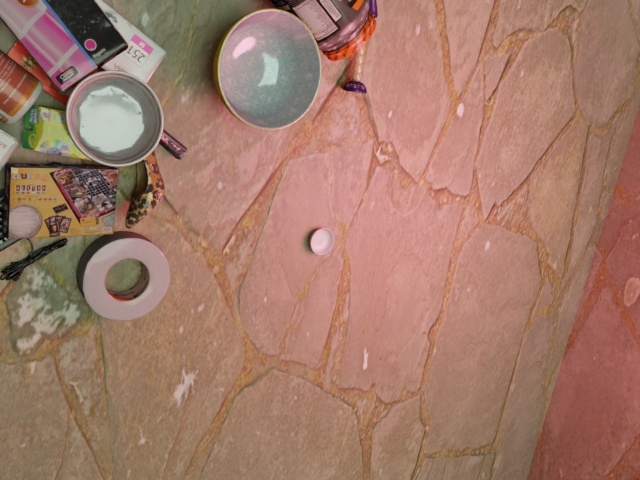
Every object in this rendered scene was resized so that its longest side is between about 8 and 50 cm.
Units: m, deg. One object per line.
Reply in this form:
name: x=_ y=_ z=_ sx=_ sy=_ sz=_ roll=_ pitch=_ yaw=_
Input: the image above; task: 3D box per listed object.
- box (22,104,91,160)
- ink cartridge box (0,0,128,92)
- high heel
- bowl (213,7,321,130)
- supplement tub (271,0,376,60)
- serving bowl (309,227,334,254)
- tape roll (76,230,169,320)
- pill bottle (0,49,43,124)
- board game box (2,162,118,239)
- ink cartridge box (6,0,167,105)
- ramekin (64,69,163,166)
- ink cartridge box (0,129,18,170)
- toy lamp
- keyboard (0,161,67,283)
box: x=-0.583 y=-0.245 z=1.453 sx=0.179 sy=0.043 sz=0.105 roll=8 pitch=101 yaw=-29
ink cartridge box: x=-0.586 y=-0.508 z=1.304 sx=0.175 sy=0.069 sz=0.371 roll=-40 pitch=105 yaw=-11
high heel: x=-0.455 y=-0.175 z=1.528 sx=0.186 sy=0.093 sz=0.261 roll=40 pitch=68 yaw=-39
bowl: x=-0.156 y=-0.433 z=1.605 sx=0.289 sy=0.156 sz=0.290 roll=-10 pitch=110 yaw=-29
supplement tub: x=-0.015 y=-0.636 z=1.601 sx=0.207 sy=0.207 sz=0.338 roll=-52 pitch=126 yaw=-8
serving bowl: x=0.000 y=0.000 z=1.922 sx=0.083 sy=0.027 sz=0.084 roll=-11 pitch=111 yaw=-30
tape roll: x=-0.498 y=0.090 z=1.604 sx=0.219 sy=0.072 sz=0.219 roll=-10 pitch=109 yaw=-30
pill bottle: x=-0.700 y=-0.349 z=1.304 sx=0.216 sy=0.121 sz=0.121 roll=41 pitch=82 yaw=-35
board game box: x=-0.595 y=-0.092 z=1.458 sx=0.243 sy=0.042 sz=0.165 roll=-4 pitch=110 yaw=-42
ink cartridge box: x=-0.528 y=-0.417 z=1.432 sx=0.275 sy=0.060 sz=0.239 roll=35 pitch=84 yaw=-35
ramekin: x=-0.464 y=-0.269 z=1.416 sx=0.207 sy=0.109 sz=0.207 roll=-3 pitch=97 yaw=-25
ink cartridge box: x=-0.766 y=-0.167 z=1.334 sx=0.153 sy=0.086 sz=0.209 roll=36 pitch=81 yaw=-35
toy lamp: x=0.112 y=-0.560 z=1.788 sx=0.080 sy=0.080 sz=0.275 roll=-1 pitch=107 yaw=-33
keyboard: x=-0.694 y=-0.024 z=1.468 sx=0.317 sy=0.033 sz=0.202 roll=-36 pitch=121 yaw=-18
